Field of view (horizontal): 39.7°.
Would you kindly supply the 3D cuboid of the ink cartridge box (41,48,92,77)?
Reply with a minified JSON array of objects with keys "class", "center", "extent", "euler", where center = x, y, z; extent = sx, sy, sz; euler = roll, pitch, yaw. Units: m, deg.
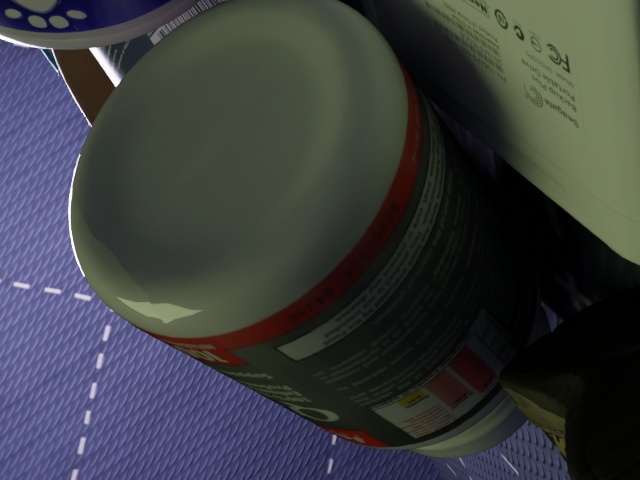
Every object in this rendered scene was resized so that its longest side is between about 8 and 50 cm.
[{"class":"ink cartridge box","center":[-0.273,-0.335,1.126],"extent":[0.171,0.233,0.168],"euler":[57,176,-7]}]

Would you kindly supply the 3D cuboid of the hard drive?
[{"class":"hard drive","center":[0.056,-0.168,0.359],"extent":[0.233,0.047,0.353],"euler":[51,172,43]}]

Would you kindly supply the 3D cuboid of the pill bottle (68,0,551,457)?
[{"class":"pill bottle","center":[0.027,0.022,0.601],"extent":[0.210,0.210,0.363],"euler":[51,-174,40]}]

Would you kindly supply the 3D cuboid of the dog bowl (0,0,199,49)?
[{"class":"dog bowl","center":[-0.176,-0.271,0.594],"extent":[0.265,0.265,0.104],"euler":[55,172,10]}]

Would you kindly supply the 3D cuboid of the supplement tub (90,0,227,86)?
[{"class":"supplement tub","center":[-0.111,-0.205,0.764],"extent":[0.272,0.191,0.191],"euler":[55,173,16]}]

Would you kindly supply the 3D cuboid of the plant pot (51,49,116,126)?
[{"class":"plant pot","center":[-0.143,-0.174,1.003],"extent":[0.284,0.191,0.284],"euler":[43,158,22]}]

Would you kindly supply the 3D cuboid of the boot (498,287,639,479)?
[{"class":"boot","center":[0.221,0.170,0.399],"extent":[0.284,0.138,0.377],"euler":[57,177,-1]}]
